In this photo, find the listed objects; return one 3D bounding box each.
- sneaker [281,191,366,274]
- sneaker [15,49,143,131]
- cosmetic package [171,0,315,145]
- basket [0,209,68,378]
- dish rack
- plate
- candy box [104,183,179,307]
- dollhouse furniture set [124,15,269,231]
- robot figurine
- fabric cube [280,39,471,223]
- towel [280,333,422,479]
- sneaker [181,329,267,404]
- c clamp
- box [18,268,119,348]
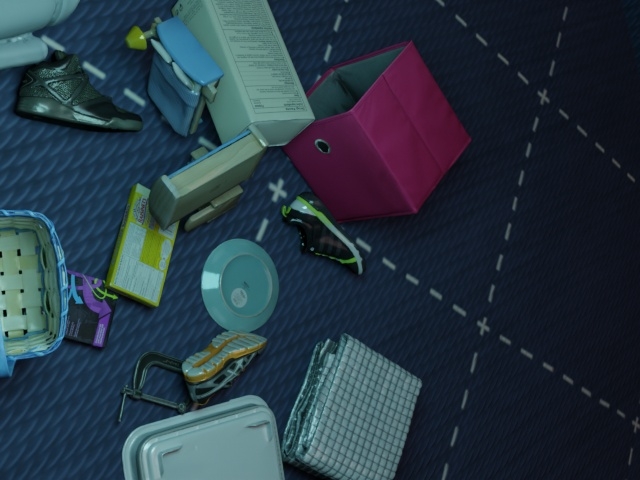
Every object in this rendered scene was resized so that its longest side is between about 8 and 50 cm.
[{"bbox_3d":[0.000,0.000,1.959,0.097,0.084,0.234,-44,113,-8],"label":"sneaker"},{"bbox_3d":[-0.408,-0.258,1.622,0.228,0.087,0.130,11,84,-33],"label":"sneaker"},{"bbox_3d":[-0.149,-0.337,1.773,0.160,0.113,0.309,-8,73,-41],"label":"cosmetic package"},{"bbox_3d":[-0.480,0.062,1.383,0.201,0.289,0.254,-6,92,-10],"label":"basket"},{"bbox_3d":[-0.194,0.457,1.734,0.333,0.072,0.285,-9,92,-39],"label":"dish rack"},{"bbox_3d":[-0.151,0.089,1.839,0.188,0.024,0.188,5,82,-41],"label":"plate"},{"bbox_3d":[-0.318,0.009,1.689,0.105,0.027,0.205,28,59,-33],"label":"candy box"},{"bbox_3d":[-0.284,-0.189,1.657,0.198,0.286,0.303,-33,81,-28],"label":"dollhouse furniture set"},{"bbox_3d":[-0.523,-0.417,1.469,0.353,0.200,0.299,-30,122,-38],"label":"robot figurine"},{"bbox_3d":[0.106,-0.217,1.942,0.259,0.254,0.258,-51,118,-32],"label":"fabric cube"},{"bbox_3d":[0.059,0.363,1.925,0.235,0.121,0.283,32,62,-26],"label":"towel"},{"bbox_3d":[-0.181,0.235,1.764,0.215,0.084,0.083,-26,122,-47],"label":"sneaker"},{"bbox_3d":[-0.293,0.274,1.703,0.161,0.022,0.137,19,67,-37],"label":"c clamp"},{"bbox_3d":[-0.431,0.111,1.599,0.162,0.029,0.116,21,72,-36],"label":"box"}]
